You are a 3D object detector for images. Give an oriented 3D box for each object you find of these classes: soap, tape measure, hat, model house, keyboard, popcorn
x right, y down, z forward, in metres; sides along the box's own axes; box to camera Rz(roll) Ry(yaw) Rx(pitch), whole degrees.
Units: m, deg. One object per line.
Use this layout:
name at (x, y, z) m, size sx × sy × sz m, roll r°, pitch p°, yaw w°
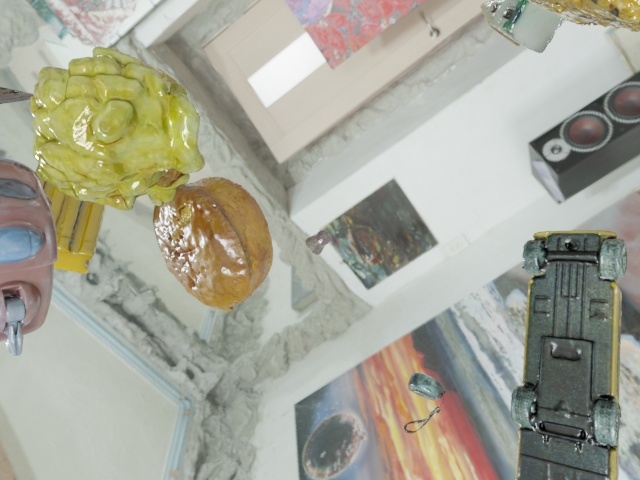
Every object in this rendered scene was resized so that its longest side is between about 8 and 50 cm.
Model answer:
soap at (-0.707, -0.074, 1.327) m, size 0.204 × 0.096 × 0.325 m, roll 16°, pitch -138°, yaw -25°
tape measure at (0.285, 0.482, 1.420) m, size 0.107 × 0.180 × 0.104 m, roll 33°, pitch 172°, yaw -9°
hat at (-0.001, 0.000, 1.378) m, size 0.058 × 0.042 × 0.087 m, roll 51°, pitch -136°, yaw 4°
model house at (0.310, -0.358, 0.735) m, size 0.087 × 0.101 × 0.100 m, roll 14°, pitch -151°, yaw -30°
keyboard at (-0.423, -0.177, 0.592) m, size 0.063 × 0.010 × 0.198 m, roll 12°, pitch -162°, yaw -11°
popcorn at (-0.249, -0.134, 0.623) m, size 0.235 × 0.216 × 0.181 m, roll 102°, pitch 168°, yaw -75°

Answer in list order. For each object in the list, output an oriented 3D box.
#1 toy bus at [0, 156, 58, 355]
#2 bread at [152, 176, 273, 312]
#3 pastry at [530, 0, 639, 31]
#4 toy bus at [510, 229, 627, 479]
toy bus at (-0.516, 0.023, 0.751) m, size 0.231 × 0.295 × 0.197 m, roll 25°, pitch -159°, yaw 35°
bread at (-0.239, -0.001, 1.071) m, size 0.172 × 0.312 × 0.312 m, roll -33°, pitch -92°, yaw -40°
pastry at (0.199, -0.190, 0.355) m, size 0.079 × 0.056 × 0.140 m, roll 19°, pitch -163°, yaw -17°
toy bus at (0.335, 0.158, 0.639) m, size 0.123 × 0.121 × 0.336 m, roll 24°, pitch -110°, yaw -48°
